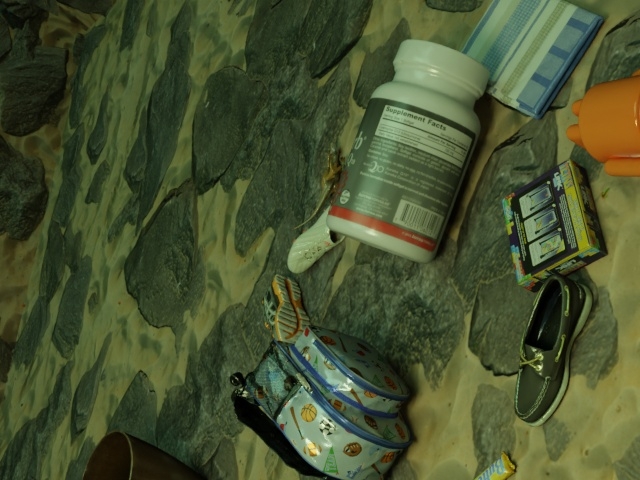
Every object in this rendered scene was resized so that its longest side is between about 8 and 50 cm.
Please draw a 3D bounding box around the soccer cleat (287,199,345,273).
[{"bbox_3d":[0.000,0.000,1.953,0.196,0.068,0.076,-51,40,16],"label":"soccer cleat"}]

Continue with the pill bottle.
[{"bbox_3d":[0.164,-0.158,1.680,0.210,0.210,0.362,19,88,56],"label":"pill bottle"}]

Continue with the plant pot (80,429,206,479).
[{"bbox_3d":[-0.355,0.531,1.965,0.215,0.230,0.215,-31,47,40],"label":"plant pot"}]

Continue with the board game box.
[{"bbox_3d":[0.366,-0.023,1.480,0.141,0.048,0.170,-33,46,37],"label":"board game box"}]

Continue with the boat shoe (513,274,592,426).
[{"bbox_3d":[0.332,0.162,1.395,0.081,0.069,0.227,12,80,56],"label":"boat shoe"}]

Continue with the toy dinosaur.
[{"bbox_3d":[0.019,-0.115,2.015,0.112,0.064,0.211,-32,34,65],"label":"toy dinosaur"}]

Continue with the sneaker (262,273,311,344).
[{"bbox_3d":[-0.078,0.166,1.949,0.083,0.084,0.215,-49,28,27],"label":"sneaker"}]

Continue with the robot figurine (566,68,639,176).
[{"bbox_3d":[0.468,-0.180,1.364,0.158,0.128,0.219,-38,21,-30],"label":"robot figurine"}]

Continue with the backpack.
[{"bbox_3d":[0.032,0.285,1.587,0.213,0.277,0.263,-53,49,21],"label":"backpack"}]

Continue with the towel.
[{"bbox_3d":[0.366,-0.349,1.691,0.209,0.034,0.285,-59,35,11],"label":"towel"}]

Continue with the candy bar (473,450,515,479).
[{"bbox_3d":[0.239,0.382,1.435,0.161,0.018,0.040,-48,38,26],"label":"candy bar"}]
